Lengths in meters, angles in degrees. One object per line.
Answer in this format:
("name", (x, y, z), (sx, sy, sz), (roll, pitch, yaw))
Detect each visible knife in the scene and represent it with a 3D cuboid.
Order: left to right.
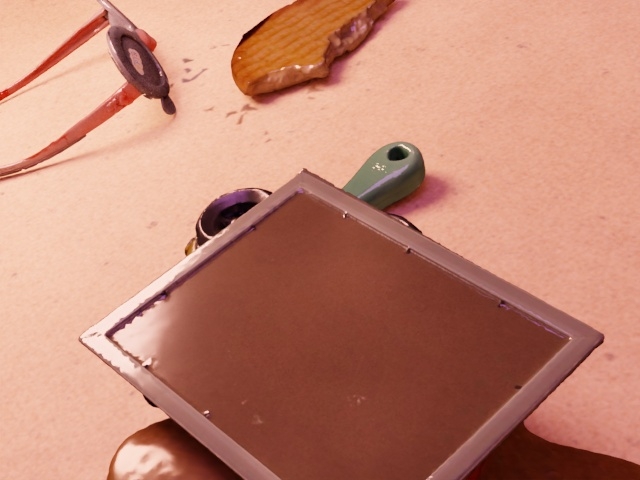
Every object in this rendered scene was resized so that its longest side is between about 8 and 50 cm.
("knife", (0.001, 0.000, 0.981), (0.260, 0.034, 0.063), (-42, 50, -19))

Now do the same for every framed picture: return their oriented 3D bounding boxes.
("framed picture", (0.004, 0.064, 0.683), (0.217, 0.017, 0.274), (-36, 47, -24))

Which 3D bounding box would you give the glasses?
("glasses", (-0.311, -0.167, 1.307), (0.268, 0.118, 0.234), (-37, 39, 8))

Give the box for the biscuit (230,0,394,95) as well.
("biscuit", (-0.004, -0.239, 1.273), (0.229, 0.031, 0.176), (-22, 38, -8))

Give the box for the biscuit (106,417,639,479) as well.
("biscuit", (0.027, 0.221, 0.571), (0.368, 0.076, 0.394), (8, 37, 9))

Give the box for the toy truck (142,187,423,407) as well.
("toy truck", (-0.017, 0.071, 0.802), (0.224, 0.147, 0.165), (9, 47, 26))
